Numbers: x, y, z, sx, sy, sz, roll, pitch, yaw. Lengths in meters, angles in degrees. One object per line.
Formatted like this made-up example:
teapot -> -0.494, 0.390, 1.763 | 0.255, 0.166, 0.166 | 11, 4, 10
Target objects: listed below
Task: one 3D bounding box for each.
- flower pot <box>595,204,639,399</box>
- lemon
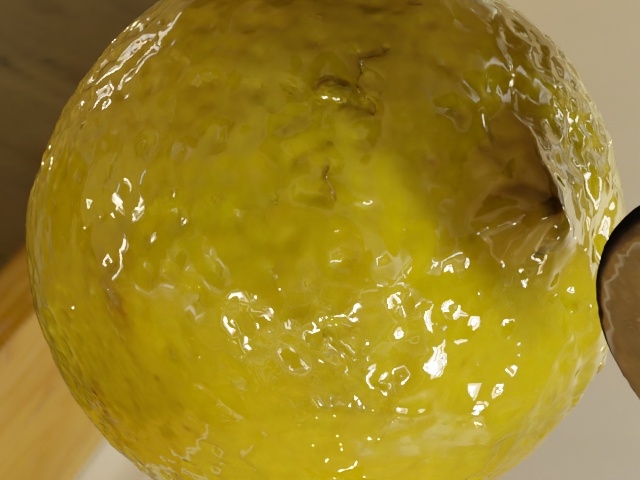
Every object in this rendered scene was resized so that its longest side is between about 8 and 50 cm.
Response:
flower pot -> 0.259, -0.027, 0.701 | 0.266, 0.266, 0.267 | 30, -118, 26
lemon -> 0.000, 0.000, 0.928 | 0.336, 0.336, 0.336 | 6, -143, -4
